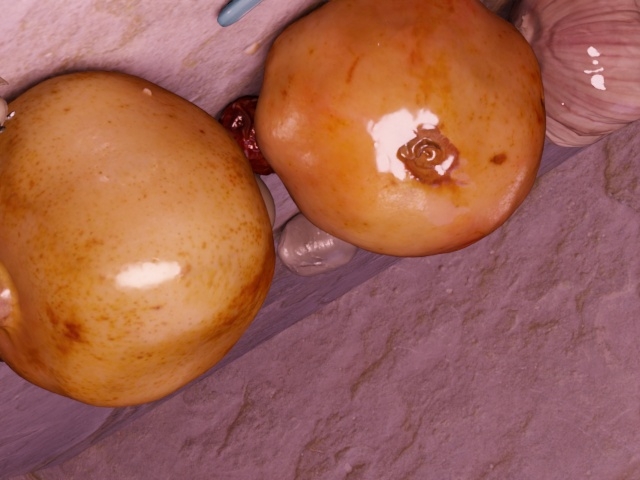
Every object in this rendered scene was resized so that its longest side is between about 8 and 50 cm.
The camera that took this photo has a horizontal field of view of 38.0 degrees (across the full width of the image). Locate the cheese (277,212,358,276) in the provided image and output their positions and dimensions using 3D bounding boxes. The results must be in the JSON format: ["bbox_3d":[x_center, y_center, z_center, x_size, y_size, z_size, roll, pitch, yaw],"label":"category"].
[{"bbox_3d":[0.000,0.000,2.167,0.189,0.154,0.198,-13,174,11],"label":"cheese"}]

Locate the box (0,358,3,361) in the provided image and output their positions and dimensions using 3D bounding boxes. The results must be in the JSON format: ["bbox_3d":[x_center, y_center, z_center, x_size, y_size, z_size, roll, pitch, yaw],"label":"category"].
[{"bbox_3d":[-0.605,0.185,1.865,0.180,0.047,0.325,-30,166,7],"label":"box"}]

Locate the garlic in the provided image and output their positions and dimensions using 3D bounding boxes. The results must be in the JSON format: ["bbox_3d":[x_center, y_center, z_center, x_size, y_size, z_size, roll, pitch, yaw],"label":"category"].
[{"bbox_3d":[0.421,-0.315,1.539,0.260,0.317,0.317,-4,156,-29],"label":"garlic"}]

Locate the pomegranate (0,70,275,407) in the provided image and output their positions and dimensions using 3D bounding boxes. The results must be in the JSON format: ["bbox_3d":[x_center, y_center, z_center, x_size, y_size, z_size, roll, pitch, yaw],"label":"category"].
[{"bbox_3d":[-0.259,0.001,1.115,0.417,0.416,0.416,-27,167,-7],"label":"pomegranate"}]

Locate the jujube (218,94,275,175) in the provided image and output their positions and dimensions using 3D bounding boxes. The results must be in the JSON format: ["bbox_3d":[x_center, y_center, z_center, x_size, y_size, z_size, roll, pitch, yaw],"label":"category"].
[{"bbox_3d":[-0.098,-0.162,1.458,0.112,0.109,0.176,-15,168,13],"label":"jujube"}]

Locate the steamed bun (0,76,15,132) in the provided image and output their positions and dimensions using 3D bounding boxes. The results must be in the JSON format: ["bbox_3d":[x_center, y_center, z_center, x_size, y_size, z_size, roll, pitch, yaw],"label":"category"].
[{"bbox_3d":[-0.430,-0.094,0.799,0.280,0.207,0.268,-49,-157,-9],"label":"steamed bun"}]

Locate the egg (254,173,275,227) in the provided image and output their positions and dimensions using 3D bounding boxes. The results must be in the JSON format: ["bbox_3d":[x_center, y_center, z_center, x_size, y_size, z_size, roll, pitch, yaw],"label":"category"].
[{"bbox_3d":[-0.179,-0.049,1.527,0.242,0.185,0.186,10,142,-45],"label":"egg"}]

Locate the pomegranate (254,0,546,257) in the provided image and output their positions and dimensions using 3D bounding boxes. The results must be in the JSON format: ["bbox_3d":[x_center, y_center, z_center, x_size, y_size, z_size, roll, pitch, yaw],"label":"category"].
[{"bbox_3d":[0.118,-0.169,1.298,0.412,0.411,0.411,-27,167,-7],"label":"pomegranate"}]

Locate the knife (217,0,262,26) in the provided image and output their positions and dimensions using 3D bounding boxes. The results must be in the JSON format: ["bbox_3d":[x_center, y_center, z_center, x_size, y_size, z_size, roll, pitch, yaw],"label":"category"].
[{"bbox_3d":[-0.044,-0.326,1.101,0.222,0.031,0.064,-33,-167,28],"label":"knife"}]
